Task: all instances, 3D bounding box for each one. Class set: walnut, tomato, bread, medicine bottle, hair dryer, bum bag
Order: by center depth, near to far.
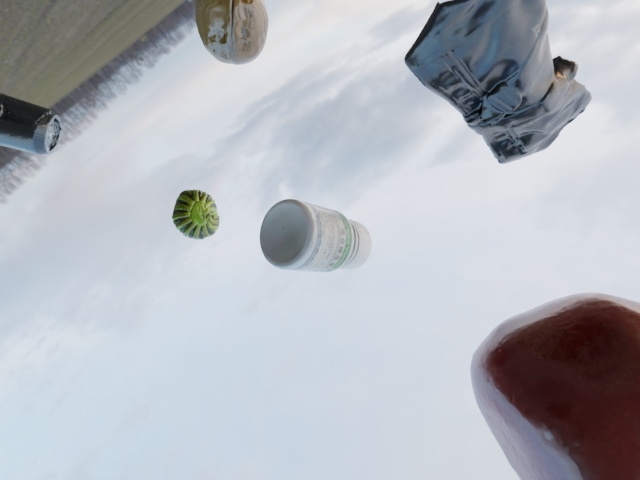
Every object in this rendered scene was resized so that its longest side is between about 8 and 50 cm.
[{"bbox_3d":[0.222,-0.181,0.473,0.137,0.310,0.074,-39,-127,28],"label":"bum bag"},{"bbox_3d":[0.391,0.243,0.570,0.293,0.325,0.290,-24,172,9],"label":"tomato"},{"bbox_3d":[-0.615,-0.260,0.730,0.352,0.189,0.107,165,-62,-70],"label":"hair dryer"},{"bbox_3d":[0.000,0.000,0.840,0.139,0.237,0.139,-6,-101,35],"label":"medicine bottle"},{"bbox_3d":[-0.206,-0.515,0.951,0.168,0.207,0.167,4,-123,-6],"label":"walnut"},{"bbox_3d":[-0.340,-0.072,1.120,0.071,0.130,0.139,1,-94,58],"label":"bread"}]
